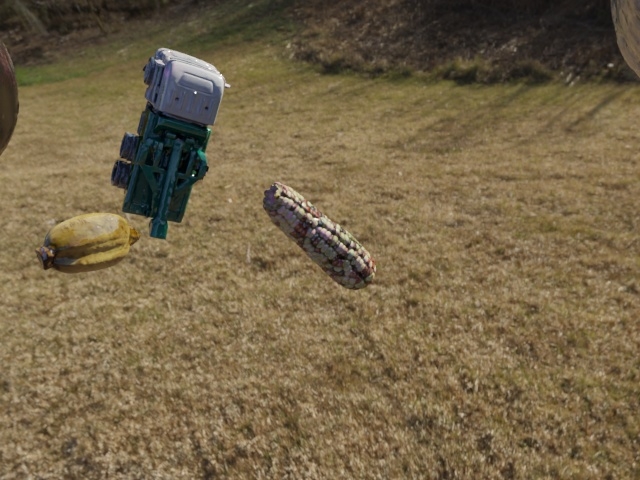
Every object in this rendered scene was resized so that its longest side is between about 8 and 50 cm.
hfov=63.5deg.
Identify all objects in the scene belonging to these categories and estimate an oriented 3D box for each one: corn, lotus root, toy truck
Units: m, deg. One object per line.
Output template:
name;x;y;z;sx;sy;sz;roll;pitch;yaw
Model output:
corn;0.000;0.000;0.973;0.092;0.280;0.092;-33;35;27
lotus root;-0.287;0.001;0.652;0.063;0.072;0.151;7;12;31
toy truck;-0.304;-0.194;1.060;0.176;0.364;0.178;11;14;-31

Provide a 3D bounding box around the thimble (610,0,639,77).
thimble;0.319;-0.209;0.330;0.217;0.246;0.157;40;22;13

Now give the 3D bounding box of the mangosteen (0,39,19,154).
mangosteen;-0.355;-0.104;0.366;0.250;0.211;0.211;-38;48;-6
